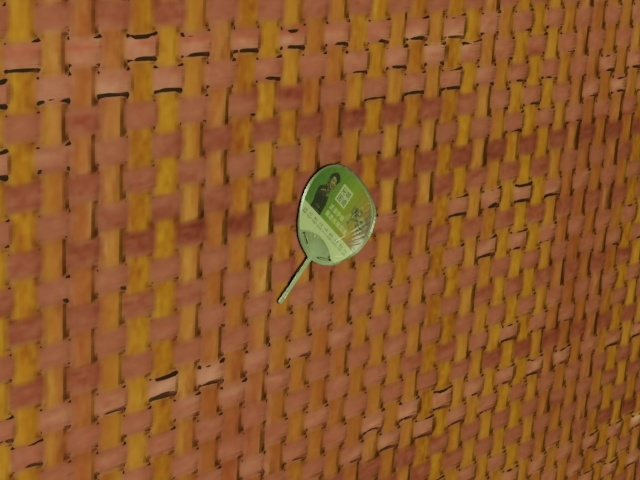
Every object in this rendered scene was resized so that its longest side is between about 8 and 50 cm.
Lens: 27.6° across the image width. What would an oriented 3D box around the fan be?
[{"bbox_3d":[0.000,-0.009,0.705,0.080,0.003,0.060,-34,125,-33],"label":"fan"}]
